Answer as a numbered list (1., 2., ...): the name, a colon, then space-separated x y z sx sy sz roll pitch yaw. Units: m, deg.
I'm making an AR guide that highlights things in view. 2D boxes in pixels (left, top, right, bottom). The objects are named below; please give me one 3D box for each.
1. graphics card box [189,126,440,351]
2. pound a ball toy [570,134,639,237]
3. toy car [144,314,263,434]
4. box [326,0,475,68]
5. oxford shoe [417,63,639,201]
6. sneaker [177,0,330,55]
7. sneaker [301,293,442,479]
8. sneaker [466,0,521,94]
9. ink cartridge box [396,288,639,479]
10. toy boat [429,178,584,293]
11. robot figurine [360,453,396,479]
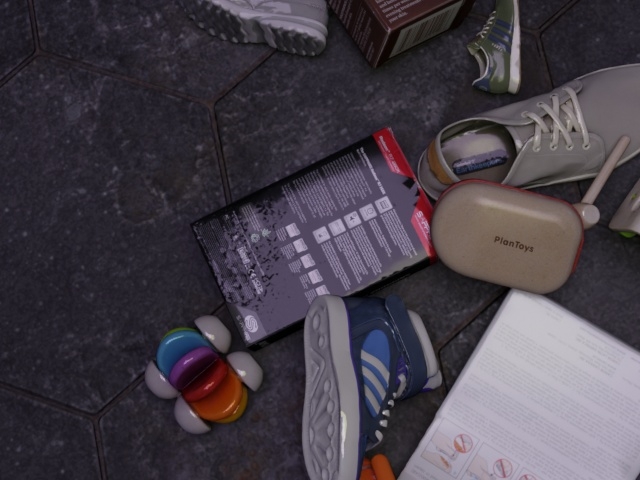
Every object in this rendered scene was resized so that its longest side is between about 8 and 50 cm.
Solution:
1. graphics card box: 0.000 0.000 1.716 0.371 0.094 0.233 -27 79 -1
2. pound a ball toy: 0.550 -0.094 1.627 0.208 0.136 0.319 38 84 -11
3. toy car: -0.193 0.213 1.672 0.159 0.136 0.182 -41 79 -3
4. box: 0.074 -0.499 1.759 0.191 0.143 0.381 -28 79 -17
5. oxford shoe: 0.375 -0.174 1.696 0.449 0.130 0.169 -19 76 0
6. sneaker: -0.114 -0.407 1.814 0.281 0.105 0.115 18 67 2
7. sneaker: 0.099 0.238 1.597 0.236 0.130 0.323 12 59 -27
8. sneaker: 0.290 -0.340 1.765 0.086 0.064 0.192 0 82 0
9. ink cartridge box: 0.343 0.302 1.642 0.308 0.091 0.385 31 92 10
10. toy boat: 0.285 -0.016 1.625 0.231 0.151 0.151 15 104 2
11. robot figurine: 0.066 0.415 1.595 0.128 0.158 0.219 -29 50 -18
